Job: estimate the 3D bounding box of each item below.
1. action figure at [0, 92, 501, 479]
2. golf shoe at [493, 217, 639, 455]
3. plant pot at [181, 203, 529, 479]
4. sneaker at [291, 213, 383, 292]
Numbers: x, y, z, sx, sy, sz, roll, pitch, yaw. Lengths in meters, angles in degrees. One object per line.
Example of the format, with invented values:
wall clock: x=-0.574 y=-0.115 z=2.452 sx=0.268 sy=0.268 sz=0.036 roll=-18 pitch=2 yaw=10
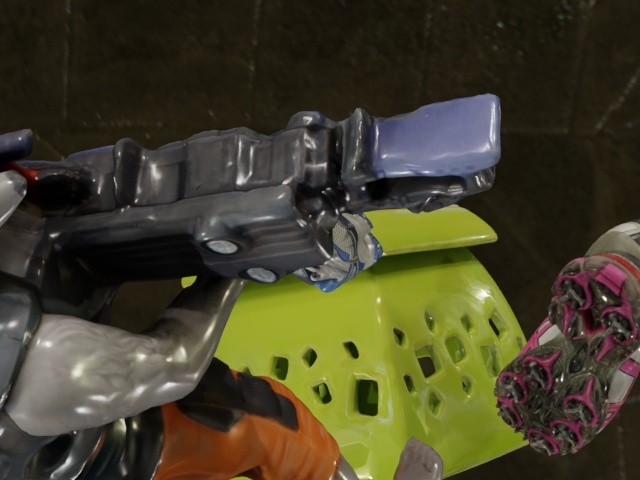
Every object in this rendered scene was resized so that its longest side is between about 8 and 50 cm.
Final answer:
action figure: x=-0.071 y=0.066 z=0.516 sx=0.341 sy=0.178 sz=0.330 roll=-13 pitch=141 yaw=29
golf shoe: x=0.161 y=0.059 z=0.745 sx=0.086 sy=0.067 sz=0.186 roll=-36 pitch=159 yaw=-34
plant pot: x=0.030 y=0.084 z=1.057 sx=0.228 sy=0.227 sz=0.207 roll=-5 pitch=85 yaw=-54
sneaker: x=0.000 y=0.000 z=0.804 sx=0.058 sy=0.052 sz=0.135 roll=-45 pitch=153 yaw=-5
